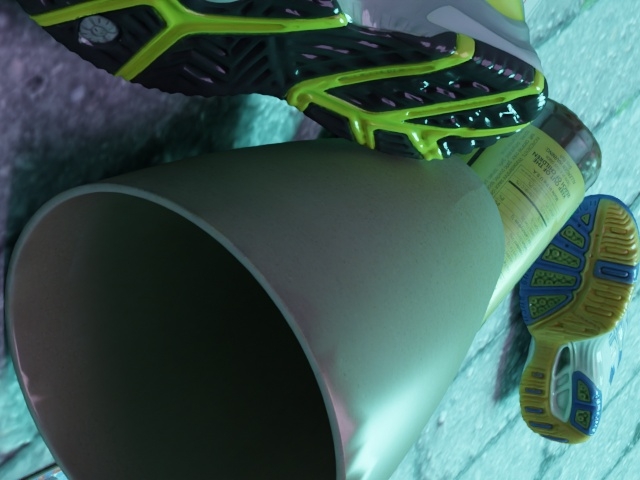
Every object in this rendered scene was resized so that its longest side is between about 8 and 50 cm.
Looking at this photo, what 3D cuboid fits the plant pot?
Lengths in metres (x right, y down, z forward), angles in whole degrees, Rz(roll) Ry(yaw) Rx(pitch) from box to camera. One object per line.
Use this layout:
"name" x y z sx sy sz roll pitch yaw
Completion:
"plant pot" -0.007 0.038 0.925 0.274 0.256 0.256 -32 139 -45

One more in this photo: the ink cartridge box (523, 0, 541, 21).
"ink cartridge box" 0.110 -0.257 1.012 0.158 0.092 0.218 -54 151 -12

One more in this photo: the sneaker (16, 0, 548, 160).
"sneaker" -0.032 -0.164 0.831 0.385 0.145 0.147 21 53 -41

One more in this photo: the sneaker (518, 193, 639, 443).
"sneaker" 0.268 0.064 1.527 0.131 0.112 0.296 -52 155 -51

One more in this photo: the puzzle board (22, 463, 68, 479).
"puzzle board" -0.213 0.207 0.985 0.128 0.011 0.096 -22 132 -48

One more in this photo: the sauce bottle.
"sauce bottle" 0.095 0.028 1.209 0.344 0.111 0.111 -47 147 -19

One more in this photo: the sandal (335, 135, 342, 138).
"sandal" 0.000 0.000 1.108 0.254 0.054 0.097 -70 157 -5
